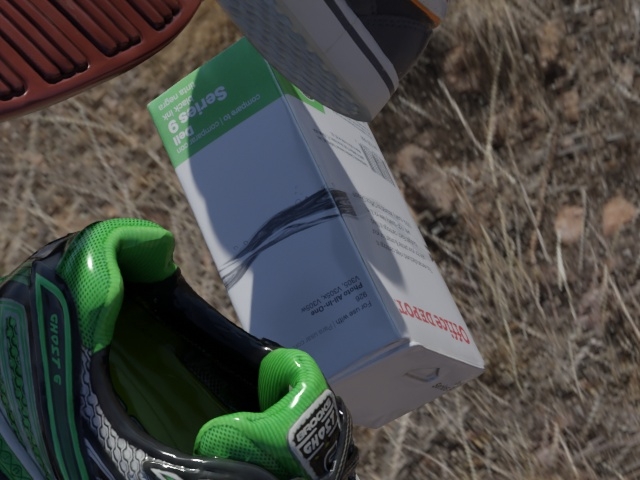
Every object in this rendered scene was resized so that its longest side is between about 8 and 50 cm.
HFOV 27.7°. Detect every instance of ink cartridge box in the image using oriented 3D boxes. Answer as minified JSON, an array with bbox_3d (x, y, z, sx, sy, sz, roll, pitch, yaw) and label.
[{"bbox_3d":[0.000,0.000,1.082,0.121,0.211,0.289,-31,67,16],"label":"ink cartridge box"}]

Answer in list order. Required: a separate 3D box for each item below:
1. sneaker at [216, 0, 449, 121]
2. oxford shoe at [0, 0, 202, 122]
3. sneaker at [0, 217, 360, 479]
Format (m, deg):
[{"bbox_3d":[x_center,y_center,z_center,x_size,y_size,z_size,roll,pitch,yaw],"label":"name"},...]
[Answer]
[{"bbox_3d":[-0.026,-0.194,0.647,0.126,0.321,0.127,32,82,35],"label":"sneaker"},{"bbox_3d":[-0.134,-0.150,0.784,0.123,0.130,0.348,48,50,-2],"label":"oxford shoe"},{"bbox_3d":[-0.026,0.139,0.570,0.343,0.134,0.146,46,131,-3],"label":"sneaker"}]
